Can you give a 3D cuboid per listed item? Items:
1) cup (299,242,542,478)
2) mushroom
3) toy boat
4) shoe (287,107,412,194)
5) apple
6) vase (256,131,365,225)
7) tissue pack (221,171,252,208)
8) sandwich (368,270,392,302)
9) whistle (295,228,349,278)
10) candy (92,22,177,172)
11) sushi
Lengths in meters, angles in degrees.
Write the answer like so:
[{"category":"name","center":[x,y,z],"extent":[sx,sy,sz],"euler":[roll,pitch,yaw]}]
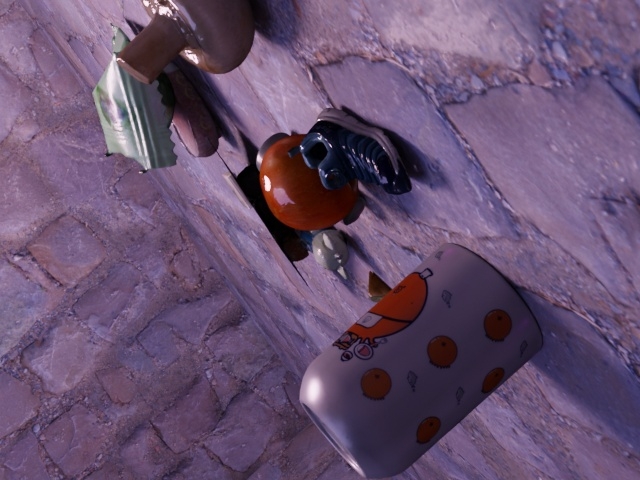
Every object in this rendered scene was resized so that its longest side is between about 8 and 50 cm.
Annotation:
[{"category":"cup","center":[0.136,0.185,1.226],"extent":[0.212,0.317,0.212],"euler":[46,166,15]},{"category":"mushroom","center":[-0.209,-0.317,1.238],"extent":[0.207,0.215,0.207],"euler":[39,165,13]},{"category":"toy boat","center":[-0.295,-0.300,1.925],"extent":[0.228,0.085,0.155],"euler":[63,158,-3]},{"category":"shoe","center":[0.044,-0.111,1.196],"extent":[0.207,0.106,0.091],"euler":[31,159,41]},{"category":"apple","center":[-0.015,-0.093,1.337],"extent":[0.163,0.139,0.164],"euler":[-10,-90,-68]},{"category":"vase","center":[-0.014,-0.105,1.480],"extent":[0.214,0.086,0.086],"euler":[38,162,30]},{"category":"tissue pack","center":[-0.214,-0.131,2.191],"extent":[0.108,0.023,0.056],"euler":[57,166,-21]},{"category":"sandwich","center":[0.115,0.103,1.688],"extent":[0.083,0.044,0.031],"euler":[45,171,33]},{"category":"whistle","center":[0.000,0.000,1.735],"extent":[0.114,0.077,0.235],"euler":[63,169,-26]},{"category":"candy","center":[-0.414,-0.332,1.876],"extent":[0.398,0.171,0.263],"euler":[-116,18,-64]},{"category":"sushi","center":[-0.104,-0.068,1.888],"extent":[0.339,0.068,0.320],"euler":[56,179,26]}]
